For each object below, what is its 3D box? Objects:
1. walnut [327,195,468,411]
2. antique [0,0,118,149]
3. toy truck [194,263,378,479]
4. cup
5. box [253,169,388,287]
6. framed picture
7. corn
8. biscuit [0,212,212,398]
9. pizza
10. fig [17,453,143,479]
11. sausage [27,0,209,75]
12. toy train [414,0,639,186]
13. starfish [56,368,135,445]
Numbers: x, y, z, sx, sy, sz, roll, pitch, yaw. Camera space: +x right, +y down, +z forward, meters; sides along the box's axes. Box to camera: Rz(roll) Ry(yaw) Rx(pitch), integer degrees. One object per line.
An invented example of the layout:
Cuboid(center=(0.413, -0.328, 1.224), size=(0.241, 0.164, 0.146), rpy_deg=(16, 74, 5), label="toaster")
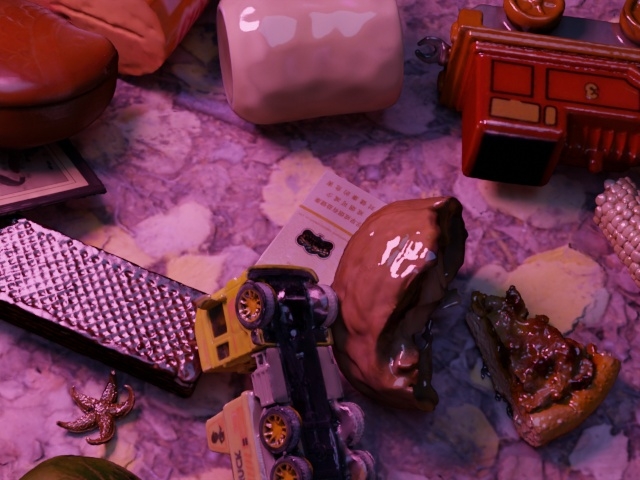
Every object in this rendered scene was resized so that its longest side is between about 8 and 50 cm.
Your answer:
Cuboid(center=(0.079, 0.055, 1.556), size=(0.141, 0.204, 0.238), rpy_deg=(9, 61, 13), label="walnut")
Cuboid(center=(-0.379, -0.200, 1.661), size=(0.278, 0.129, 0.223), rpy_deg=(9, 39, -5), label="antique")
Cuboid(center=(-0.052, 0.172, 1.491), size=(0.124, 0.157, 0.272), rpy_deg=(4, 68, -48), label="toy truck")
Cuboid(center=(-0.019, -0.271, 1.691), size=(0.202, 0.255, 0.173), rpy_deg=(-7, 22, -10), label="cup")
Cuboid(center=(0.000, 0.000, 1.670), size=(0.090, 0.024, 0.167), rpy_deg=(31, 64, 12), label="box")
Cuboid(center=(-0.380, -0.094, 1.644), size=(0.199, 0.010, 0.195), rpy_deg=(-15, 46, -31), label="framed picture")
Cuboid(center=(0.396, 0.023, 1.663), size=(0.087, 0.087, 0.211), rpy_deg=(-25, 61, -17), label="corn")
Cuboid(center=(-0.291, 0.056, 1.591), size=(0.388, 0.073, 0.107), rpy_deg=(22, 64, 8), label="biscuit")
Cuboid(center=(0.239, 0.123, 1.599), size=(0.154, 0.069, 0.194), rpy_deg=(-38, 73, -20), label="pizza")
Cuboid(center=(-0.262, 0.350, 1.414), size=(0.203, 0.203, 0.235), rpy_deg=(39, 106, 15), label="fig")
Cuboid(center=(-0.211, -0.382, 1.736), size=(0.233, 0.233, 0.287), rpy_deg=(26, 62, 9), label="sausage")
Cuboid(center=(0.294, -0.179, 1.707), size=(0.369, 0.163, 0.232), rpy_deg=(8, 60, -2), label="toy train")
Cuboid(center=(-0.245, 0.187, 1.551), size=(0.091, 0.028, 0.078), rpy_deg=(-23, 61, -13), label="starfish")
